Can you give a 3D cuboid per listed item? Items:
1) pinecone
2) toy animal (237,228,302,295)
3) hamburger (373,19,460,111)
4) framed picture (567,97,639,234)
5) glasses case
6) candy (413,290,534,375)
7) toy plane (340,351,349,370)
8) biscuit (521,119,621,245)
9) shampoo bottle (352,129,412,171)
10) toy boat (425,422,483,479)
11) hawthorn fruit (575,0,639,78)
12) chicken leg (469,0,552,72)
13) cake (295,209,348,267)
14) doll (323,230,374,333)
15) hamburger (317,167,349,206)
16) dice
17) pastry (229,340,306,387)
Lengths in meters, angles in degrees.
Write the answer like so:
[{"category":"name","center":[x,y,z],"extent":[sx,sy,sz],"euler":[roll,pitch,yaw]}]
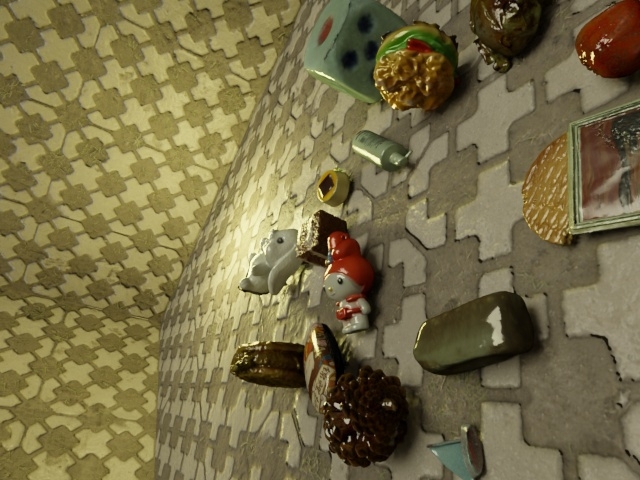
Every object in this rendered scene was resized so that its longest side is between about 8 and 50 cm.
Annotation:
[{"category":"pinecone","center":[0.089,0.383,0.927],"extent":[0.169,0.185,0.213],"euler":[-122,45,-56]},{"category":"toy animal","center":[-0.164,0.087,1.622],"extent":[0.289,0.174,0.249],"euler":[-36,31,51]},{"category":"hamburger","center":[0.247,-0.424,1.136],"extent":[0.237,0.236,0.149],"euler":[-23,51,56]},{"category":"framed picture","center":[0.499,-0.129,0.638],"extent":[0.273,0.016,0.217],"euler":[-15,61,50]},{"category":"glasses case","center":[0.005,0.322,1.147],"extent":[0.321,0.081,0.122],"euler":[-118,44,-74]},{"category":"candy","center":[0.273,0.178,0.806],"extent":[0.234,0.102,0.104],"euler":[-36,43,47]},{"category":"toy plane","center":[0.054,0.341,1.187],"extent":[0.080,0.033,0.083],"euler":[11,90,63]},{"category":"biscuit","center":[0.428,-0.103,0.774],"extent":[0.144,0.033,0.225],"euler":[27,94,62]},{"category":"shampoo bottle","center":[0.180,-0.260,1.293],"extent":[0.085,0.085,0.262],"euler":[-63,28,14]},{"category":"toy boat","center":[0.244,0.393,0.806],"extent":[0.122,0.034,0.096],"euler":[129,149,-50]},{"category":"hawthorn fruit","center":[0.492,-0.327,0.723],"extent":[0.128,0.127,0.128],"euler":[-41,39,44]},{"category":"chicken leg","center":[0.411,-0.580,1.009],"extent":[0.211,0.140,0.362],"euler":[133,142,-53]},{"category":"cake","center":[0.000,0.000,1.405],"extent":[0.147,0.134,0.135],"euler":[-27,47,45]},{"category":"doll","center":[0.075,0.103,1.196],"extent":[0.161,0.129,0.291],"euler":[-39,55,56]},{"category":"hamburger","center":[0.048,-0.181,1.496],"extent":[0.127,0.081,0.141],"euler":[-59,41,25]},{"category":"dice","center":[0.118,-0.631,1.461],"extent":[0.265,0.262,0.268],"euler":[-64,29,12]},{"category":"pastry","center":[-0.149,0.365,1.331],"extent":[0.240,0.234,0.132],"euler":[121,160,-61]}]
